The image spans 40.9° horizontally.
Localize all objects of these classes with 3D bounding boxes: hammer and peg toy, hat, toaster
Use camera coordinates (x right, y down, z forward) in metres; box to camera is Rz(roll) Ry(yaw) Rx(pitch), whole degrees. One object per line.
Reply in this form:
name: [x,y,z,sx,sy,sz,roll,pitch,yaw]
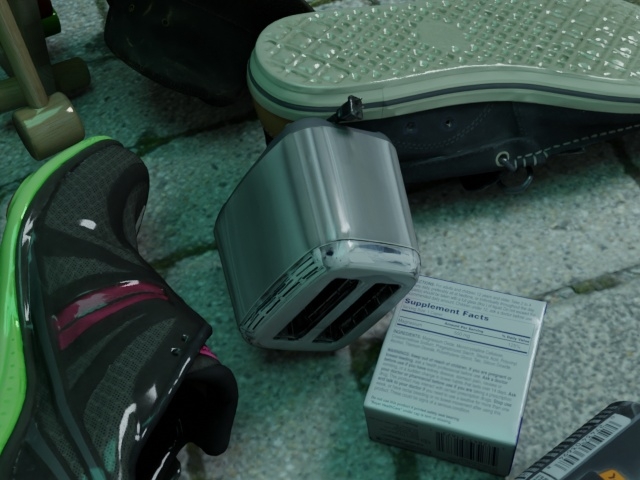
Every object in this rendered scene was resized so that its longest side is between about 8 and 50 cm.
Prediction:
hammer and peg toy: [-0.348,-0.273,0.962,0.127,0.266,0.361,-26,53,-25]
hat: [-0.141,-0.225,0.937,0.331,0.331,0.134,23,91,22]
toaster: [0.000,0.000,0.753,0.129,0.227,0.147,8,53,-33]

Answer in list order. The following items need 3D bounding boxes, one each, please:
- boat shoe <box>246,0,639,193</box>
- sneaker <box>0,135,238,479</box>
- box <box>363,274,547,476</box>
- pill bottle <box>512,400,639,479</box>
boat shoe: [0.173,-0.145,0.871,0.499,0.156,0.187,-7,47,-12]
sneaker: [-0.171,0.106,0.717,0.202,0.185,0.483,-1,49,-7]
box: [0.116,0.112,0.734,0.126,0.072,0.137,12,57,17]
pill bottle: [0.164,0.232,0.604,0.245,0.130,0.130,-33,56,-15]
